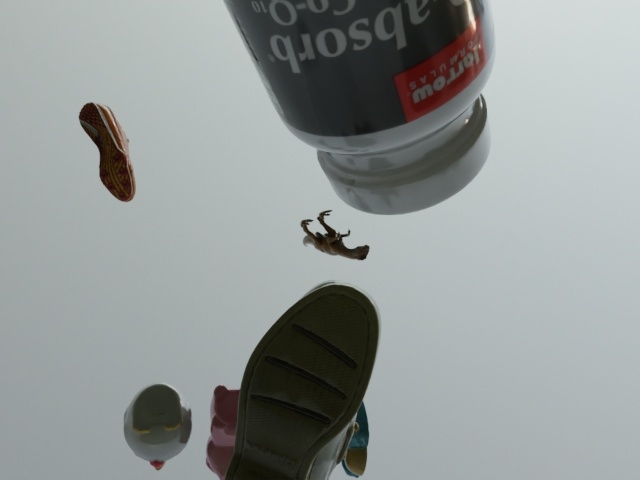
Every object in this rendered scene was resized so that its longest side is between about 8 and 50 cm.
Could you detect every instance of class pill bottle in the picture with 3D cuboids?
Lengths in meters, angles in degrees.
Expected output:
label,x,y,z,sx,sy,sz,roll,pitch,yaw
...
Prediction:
label,x,y,z,sx,sy,sz,roll,pitch,yaw
pill bottle,0.032,-0.205,0.531,0.210,0.363,0.210,-14,-135,14

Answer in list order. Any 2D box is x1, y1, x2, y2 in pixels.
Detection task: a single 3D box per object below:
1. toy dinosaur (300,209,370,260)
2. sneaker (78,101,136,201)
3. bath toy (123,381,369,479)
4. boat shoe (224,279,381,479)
label,x,y,z,sx,sy,sz,roll,pitch,yaw
toy dinosaur,0.000,0.000,1.217,0.064,0.112,0.211,-39,-148,-27
sneaker,-0.332,-0.146,1.036,0.067,0.064,0.175,-5,-105,-65
bath toy,-0.109,0.290,0.932,0.348,0.129,0.151,4,-133,-6
boat shoe,-0.020,0.169,0.626,0.113,0.302,0.103,26,-164,12
